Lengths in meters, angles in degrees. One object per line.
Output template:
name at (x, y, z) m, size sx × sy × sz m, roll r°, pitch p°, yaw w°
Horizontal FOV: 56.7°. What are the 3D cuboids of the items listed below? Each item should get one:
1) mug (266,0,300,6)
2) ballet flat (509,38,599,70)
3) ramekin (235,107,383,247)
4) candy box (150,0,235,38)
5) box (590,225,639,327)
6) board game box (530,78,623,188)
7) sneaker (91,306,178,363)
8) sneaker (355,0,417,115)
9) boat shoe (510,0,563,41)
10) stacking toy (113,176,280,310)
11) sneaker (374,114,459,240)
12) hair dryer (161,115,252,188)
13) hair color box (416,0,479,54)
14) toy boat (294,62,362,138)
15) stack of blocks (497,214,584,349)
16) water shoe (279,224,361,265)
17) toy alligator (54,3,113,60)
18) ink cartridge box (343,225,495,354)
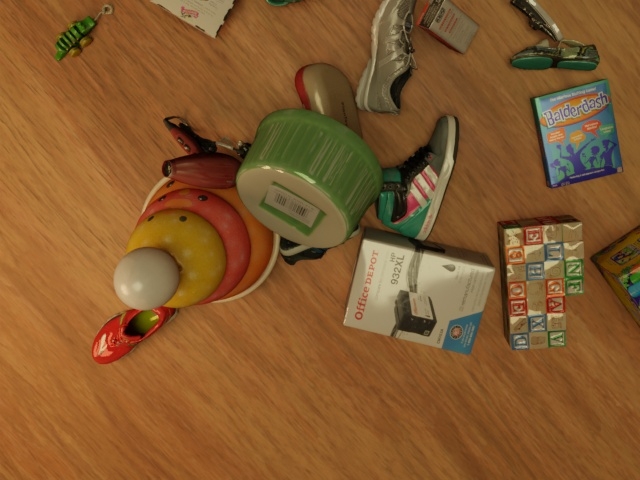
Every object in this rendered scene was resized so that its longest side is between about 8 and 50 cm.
mug at (-0.051, -0.576, 1.285) m, size 0.097 × 0.158 × 0.129 m, roll 43°, pitch 80°, yaw -8°
ballet flat at (0.510, -0.408, 1.297) m, size 0.188 × 0.070 × 0.070 m, roll 5°, pitch 104°, yaw 3°
ramekin at (-0.032, -0.118, 1.266) m, size 0.303 × 0.303 × 0.148 m, roll 29°, pitch 62°, yaw -1°
candy box at (-0.259, -0.570, 1.285) m, size 0.165 × 0.070 × 0.196 m, roll 22°, pitch 109°, yaw -38°
box at (0.827, 0.092, 1.318) m, size 0.279 × 0.177 × 0.290 m, roll -37°, pitch 97°, yaw 12°
board game box at (0.574, -0.237, 1.331) m, size 0.160 × 0.047 × 0.210 m, roll -14°, pitch 101°, yaw 9°
sneaker at (-0.492, 0.228, 1.515) m, size 0.279 × 0.118 × 0.107 m, roll -38°, pitch 96°, yaw 13°
sneaker at (0.172, -0.407, 1.290) m, size 0.115 × 0.105 × 0.281 m, roll 28°, pitch 118°, yaw 30°
boat shoe at (0.467, -0.479, 1.281) m, size 0.040 × 0.049 × 0.142 m, roll -39°, pitch 81°, yaw 23°
stacking toy at (-0.288, 0.030, 1.261) m, size 0.351 × 0.480 × 0.350 m, roll 1°, pitch 103°, yaw 5°
sneaker at (0.195, -0.156, 1.357) m, size 0.178 × 0.124 × 0.295 m, roll 12°, pitch 106°, yaw -7°
hair dryer at (-0.274, -0.183, 1.314) m, size 0.224 × 0.293 × 0.080 m, roll 19°, pitch 113°, yaw -3°
hair color box at (0.273, -0.460, 1.267) m, size 0.043 × 0.141 × 0.072 m, roll 41°, pitch 108°, yaw 40°
toy boat at (-0.007, -0.281, 1.350) m, size 0.151 × 0.151 × 0.231 m, roll -4°, pitch 105°, yaw 37°
stack of blocks at (0.518, 0.099, 1.395) m, size 0.171 × 0.087 × 0.297 m, roll -5°, pitch 103°, yaw 7°
water shoe at (0.000, 0.000, 1.445) m, size 0.203 × 0.073 × 0.080 m, roll -15°, pitch 141°, yaw -2°
toy alligator at (-0.563, -0.489, 1.386) m, size 0.190 × 0.051 × 0.056 m, roll -38°, pitch 97°, yaw 13°
ink cartridge box at (0.226, 0.116, 1.408) m, size 0.308 × 0.129 × 0.223 m, roll 13°, pitch 105°, yaw 3°
